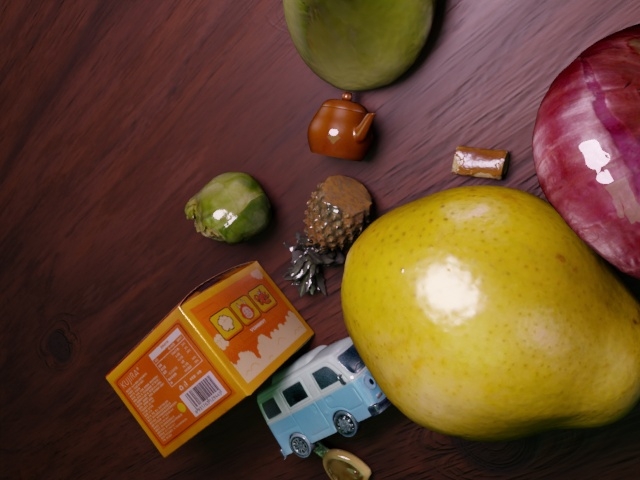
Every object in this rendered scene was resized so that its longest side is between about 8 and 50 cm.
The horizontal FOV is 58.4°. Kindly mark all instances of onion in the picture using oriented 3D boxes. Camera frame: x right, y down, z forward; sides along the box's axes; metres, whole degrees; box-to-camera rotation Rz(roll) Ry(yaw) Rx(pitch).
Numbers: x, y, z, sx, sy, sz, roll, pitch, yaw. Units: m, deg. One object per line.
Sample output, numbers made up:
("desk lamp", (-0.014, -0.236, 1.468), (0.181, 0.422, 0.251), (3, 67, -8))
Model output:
("onion", (0.413, -0.087, 0.701), (0.347, 0.347, 0.285), (39, 154, 11))

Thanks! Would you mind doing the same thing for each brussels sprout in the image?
("brussels sprout", (-0.168, -0.057, 1.082), (0.131, 0.145, 0.183), (51, 168, -24))

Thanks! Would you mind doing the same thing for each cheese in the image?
("cheese", (0.026, 0.461, 1.213), (0.162, 0.036, 0.086), (38, 118, 11))

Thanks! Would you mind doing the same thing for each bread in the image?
("bread", (0.252, -0.123, 0.906), (0.083, 0.036, 0.047), (11, 103, 25))

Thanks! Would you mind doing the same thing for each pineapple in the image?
("pineapple", (0.000, 0.000, 1.043), (0.125, 0.125, 0.251), (36, 129, 12))

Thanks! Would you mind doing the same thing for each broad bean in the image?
("broad bean", (0.056, -0.359, 0.853), (0.238, 0.119, 0.291), (24, 137, 7))

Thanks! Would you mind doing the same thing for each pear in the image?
("pear", (0.230, 0.104, 0.816), (0.418, 0.362, 0.362), (16, 113, 19))

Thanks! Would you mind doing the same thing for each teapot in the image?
("teapot", (0.033, -0.192, 0.956), (0.173, 0.116, 0.116), (22, 120, 55))

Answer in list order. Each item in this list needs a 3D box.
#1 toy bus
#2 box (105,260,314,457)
("toy bus", (0.010, 0.293, 1.111), (0.271, 0.133, 0.164), (-37, 84, 33))
("box", (-0.216, 0.222, 1.127), (0.283, 0.259, 0.214), (-40, 87, 31))
